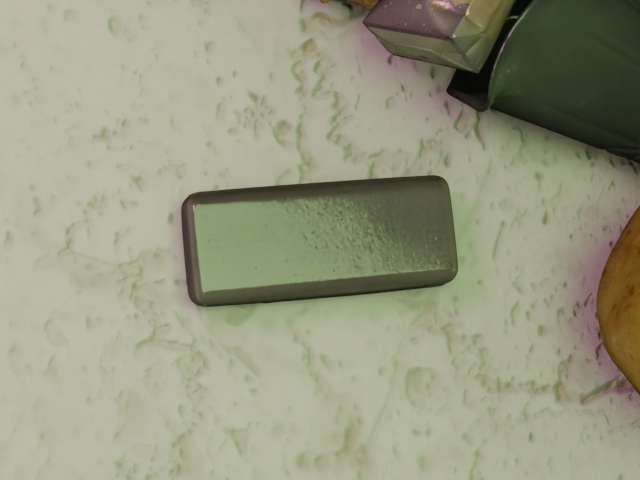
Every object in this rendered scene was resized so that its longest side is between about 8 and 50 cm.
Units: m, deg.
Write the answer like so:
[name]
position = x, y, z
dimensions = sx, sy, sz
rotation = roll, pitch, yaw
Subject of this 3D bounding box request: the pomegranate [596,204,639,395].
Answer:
[pomegranate]
position = 0.376, 0.054, 1.254
dimensions = 0.260, 0.260, 0.260
rotation = 2, 84, -15

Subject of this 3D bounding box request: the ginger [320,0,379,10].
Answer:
[ginger]
position = -0.004, -0.285, 1.266
dimensions = 0.333, 0.081, 0.148
rotation = 5, 83, -18

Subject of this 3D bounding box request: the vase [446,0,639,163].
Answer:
[vase]
position = 0.281, -0.158, 1.311
dimensions = 0.300, 0.156, 0.251
rotation = 25, 53, -17

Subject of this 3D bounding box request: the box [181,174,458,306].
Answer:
[box]
position = 0.000, 0.000, 1.253
dimensions = 0.243, 0.055, 0.103
rotation = -4, 86, -15

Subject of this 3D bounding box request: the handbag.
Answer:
[handbag]
position = 0.130, -0.233, 1.223
dimensions = 0.095, 0.117, 0.173
rotation = 40, 77, -45
